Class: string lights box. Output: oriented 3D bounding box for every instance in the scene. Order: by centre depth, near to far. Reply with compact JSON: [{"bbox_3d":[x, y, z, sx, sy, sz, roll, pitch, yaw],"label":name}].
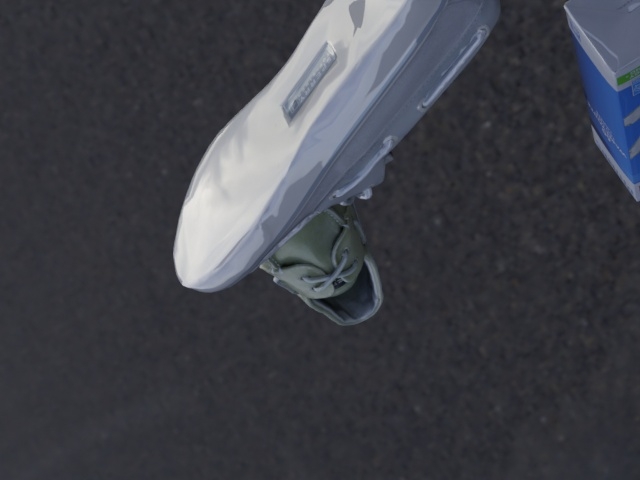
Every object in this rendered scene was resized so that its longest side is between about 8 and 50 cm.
[{"bbox_3d":[0.287,-0.140,1.203,0.076,0.133,0.259,60,-177,26],"label":"string lights box"}]

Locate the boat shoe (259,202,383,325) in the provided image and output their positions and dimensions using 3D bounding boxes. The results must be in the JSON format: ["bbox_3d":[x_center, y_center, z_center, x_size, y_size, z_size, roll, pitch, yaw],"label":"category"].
[{"bbox_3d":[0.000,0.000,1.250,0.094,0.109,0.302,56,-174,19],"label":"boat shoe"}]

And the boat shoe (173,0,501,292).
[{"bbox_3d":[0.005,-0.045,0.619,0.184,0.063,0.066,-55,37,20],"label":"boat shoe"}]
